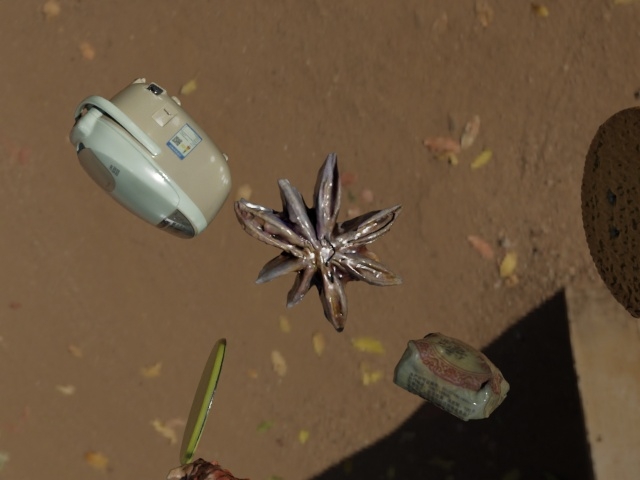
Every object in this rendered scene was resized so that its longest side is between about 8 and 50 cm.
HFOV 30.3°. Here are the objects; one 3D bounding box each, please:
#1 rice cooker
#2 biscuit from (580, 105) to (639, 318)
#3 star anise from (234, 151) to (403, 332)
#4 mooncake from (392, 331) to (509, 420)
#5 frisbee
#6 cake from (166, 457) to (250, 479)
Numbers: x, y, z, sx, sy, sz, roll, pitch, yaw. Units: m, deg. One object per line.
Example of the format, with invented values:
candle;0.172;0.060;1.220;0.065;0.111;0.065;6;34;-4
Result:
rice cooker;-0.198;-0.096;1.394;0.206;0.127;0.145;49;157;-7
biscuit;0.444;-0.034;1.606;0.038;0.305;0.305;-9;128;-17
star anise;0.000;0.000;1.509;0.236;0.093;0.229;13;99;-3
mooncake;0.155;0.156;1.372;0.125;0.130;0.073;25;100;15
frisbee;-0.206;0.281;2.052;0.017;0.236;0.236;19;125;-8
cake;-0.033;0.307;1.006;0.283;0.177;0.151;38;82;-9
